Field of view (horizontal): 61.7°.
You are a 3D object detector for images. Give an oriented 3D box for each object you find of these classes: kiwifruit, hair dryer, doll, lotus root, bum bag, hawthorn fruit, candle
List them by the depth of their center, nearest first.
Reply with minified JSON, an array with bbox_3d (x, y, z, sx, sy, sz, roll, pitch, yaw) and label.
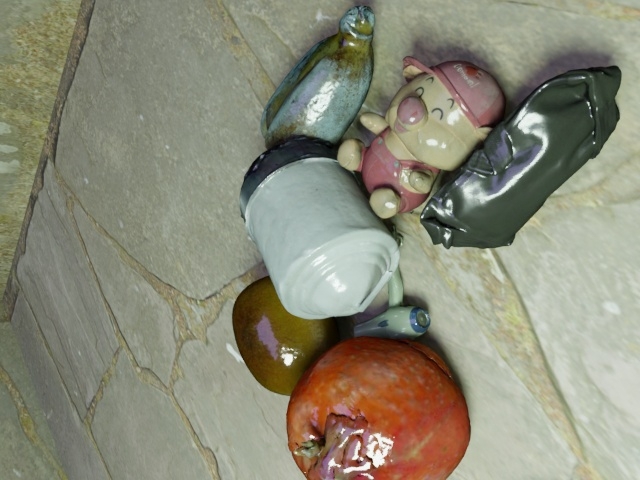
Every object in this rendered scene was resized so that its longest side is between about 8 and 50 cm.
[{"bbox_3d":[0.278,-0.101,0.738,0.326,0.142,0.079,-49,24,28],"label":"bum bag"},{"bbox_3d":[0.061,0.281,0.813,0.276,0.308,0.275,2,92,41],"label":"hawthorn fruit"},{"bbox_3d":[0.153,-0.164,0.820,0.196,0.152,0.256,45,116,3],"label":"doll"},{"bbox_3d":[0.000,0.000,0.898,0.221,0.222,0.342,-53,45,30],"label":"candle"},{"bbox_3d":[0.106,0.096,0.952,0.167,0.068,0.199,-40,53,42],"label":"hair dryer"},{"bbox_3d":[0.012,-0.268,0.976,0.322,0.140,0.158,-47,35,28],"label":"lotus root"},{"bbox_3d":[-0.062,0.180,1.013,0.196,0.196,0.233,-32,75,39],"label":"kiwifruit"}]
